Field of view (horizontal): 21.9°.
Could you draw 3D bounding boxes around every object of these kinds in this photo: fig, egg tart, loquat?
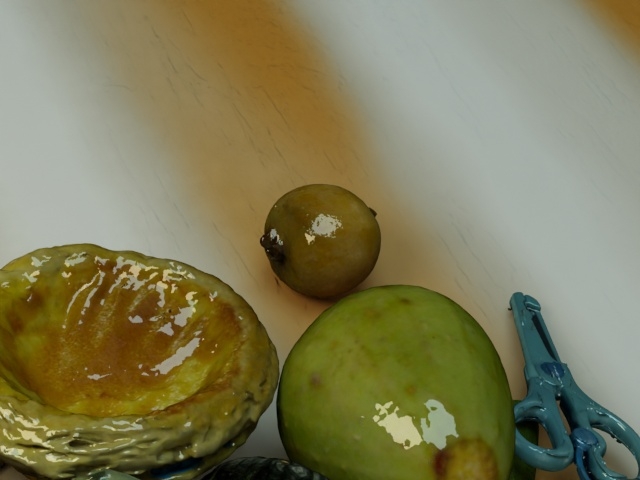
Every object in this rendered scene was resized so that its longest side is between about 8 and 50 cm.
[{"bbox_3d":[0.089,0.194,1.767,0.258,0.258,0.326,-4,21,-13],"label":"fig"},{"bbox_3d":[-0.242,0.154,1.806,0.388,0.169,0.388,7,37,-5],"label":"egg tart"},{"bbox_3d":[0.000,0.000,2.079,0.163,0.137,0.163,6,57,-9],"label":"loquat"}]

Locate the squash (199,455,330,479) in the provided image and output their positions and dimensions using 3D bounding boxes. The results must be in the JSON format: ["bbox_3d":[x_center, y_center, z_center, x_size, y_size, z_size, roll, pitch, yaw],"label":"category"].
[{"bbox_3d":[-0.054,0.306,1.691,0.193,0.193,0.156,10,24,3],"label":"squash"}]

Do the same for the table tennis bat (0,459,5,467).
[{"bbox_3d":[-0.402,0.166,1.898,0.198,0.050,0.321,30,49,18],"label":"table tennis bat"}]

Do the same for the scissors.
[{"bbox_3d":[0.280,0.170,1.952,0.180,0.032,0.393,16,27,-14],"label":"scissors"}]

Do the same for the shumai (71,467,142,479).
[{"bbox_3d":[-0.247,0.317,1.541,0.288,0.330,0.292,-40,15,-20],"label":"shumai"}]

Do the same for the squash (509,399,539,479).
[{"bbox_3d":[0.208,0.272,1.857,0.066,0.066,0.252,12,37,4],"label":"squash"}]
